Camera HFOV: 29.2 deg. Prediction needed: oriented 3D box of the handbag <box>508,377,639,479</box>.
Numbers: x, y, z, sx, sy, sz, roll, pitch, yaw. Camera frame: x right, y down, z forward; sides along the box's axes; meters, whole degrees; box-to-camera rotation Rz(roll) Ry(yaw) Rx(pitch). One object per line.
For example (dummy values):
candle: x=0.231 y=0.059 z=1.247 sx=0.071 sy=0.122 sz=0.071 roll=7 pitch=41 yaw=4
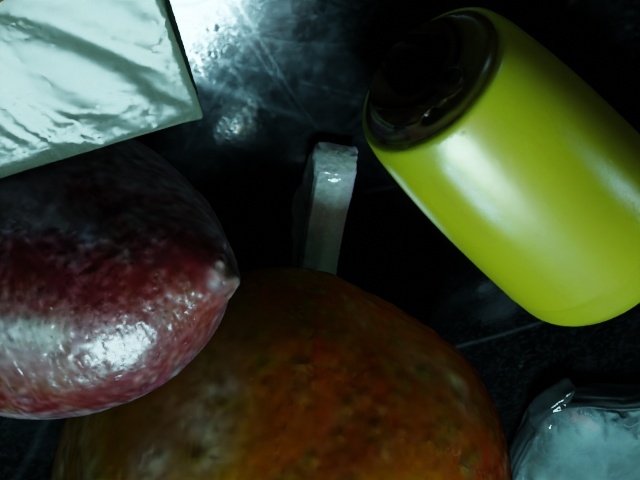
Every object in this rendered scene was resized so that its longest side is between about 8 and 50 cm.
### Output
handbag: x=0.289 y=0.274 z=1.398 sx=0.191 sy=0.075 sz=0.332 roll=2 pitch=132 yaw=-14

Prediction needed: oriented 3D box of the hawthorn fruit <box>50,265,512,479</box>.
hawthorn fruit: x=-0.047 y=0.243 z=1.028 sx=0.403 sy=0.403 sz=0.403 roll=-9 pitch=132 yaw=-10

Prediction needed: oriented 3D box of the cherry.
cherry: x=-0.189 y=0.020 z=0.896 sx=0.300 sy=0.230 sz=0.203 roll=8 pitch=124 yaw=27

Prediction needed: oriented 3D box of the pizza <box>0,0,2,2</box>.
pizza: x=-0.233 y=-0.268 z=0.709 sx=0.251 sy=0.288 sz=0.074 roll=-39 pitch=175 yaw=-33

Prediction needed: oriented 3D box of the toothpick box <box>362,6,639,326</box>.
toothpick box: x=0.161 y=-0.062 z=0.994 sx=0.175 sy=0.175 sz=0.271 roll=-39 pitch=127 yaw=18

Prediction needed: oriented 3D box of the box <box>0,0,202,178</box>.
box: x=-0.217 y=-0.147 z=0.819 sx=0.231 sy=0.155 sz=0.149 roll=-18 pitch=135 yaw=-3

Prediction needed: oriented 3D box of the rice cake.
rice cake: x=0.000 y=0.000 z=1.091 sx=0.047 sy=0.036 sz=0.207 roll=-10 pitch=133 yaw=-20
